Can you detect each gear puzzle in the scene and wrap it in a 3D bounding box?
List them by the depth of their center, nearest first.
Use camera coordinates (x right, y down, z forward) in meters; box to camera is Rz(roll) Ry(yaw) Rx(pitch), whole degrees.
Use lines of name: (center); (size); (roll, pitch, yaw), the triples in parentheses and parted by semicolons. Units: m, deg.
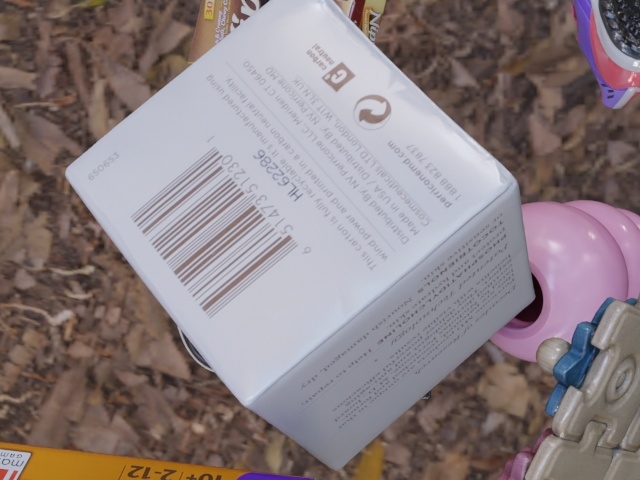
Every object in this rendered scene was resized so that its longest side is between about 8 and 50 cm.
gear puzzle: (0.209, 0.126, 0.773); (0.339, 0.044, 0.175); (20, 97, -51)

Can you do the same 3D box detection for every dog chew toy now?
dog chew toy: (0.337, 0.037, 1.600); (0.332, 0.206, 0.206); (-17, 104, -48)

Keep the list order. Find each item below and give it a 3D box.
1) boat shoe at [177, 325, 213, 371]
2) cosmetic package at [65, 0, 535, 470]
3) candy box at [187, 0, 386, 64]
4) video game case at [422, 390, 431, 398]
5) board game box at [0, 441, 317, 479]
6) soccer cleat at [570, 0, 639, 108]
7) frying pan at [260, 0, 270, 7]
boat shoe: (-0.150, -0.003, 1.803); (0.156, 0.187, 0.500); (-62, 163, -59)
cosmetic package: (0.000, 0.000, 1.327); (0.327, 0.329, 0.394); (-40, 158, -3)
candy box: (-0.059, -0.331, 1.939); (0.087, 0.316, 0.183); (3, 104, -52)
video game case: (0.012, 0.105, 1.691); (0.035, 0.275, 0.248); (-73, 160, -68)
board game box: (-0.200, 0.459, 1.180); (0.356, 0.356, 0.356); (-72, 162, -53)
soccer cleat: (0.376, -0.323, 1.651); (0.108, 0.116, 0.318); (0, 53, -14)
frying pan: (-0.078, -0.357, 1.318); (0.197, 0.053, 0.326); (-1, 133, -28)
